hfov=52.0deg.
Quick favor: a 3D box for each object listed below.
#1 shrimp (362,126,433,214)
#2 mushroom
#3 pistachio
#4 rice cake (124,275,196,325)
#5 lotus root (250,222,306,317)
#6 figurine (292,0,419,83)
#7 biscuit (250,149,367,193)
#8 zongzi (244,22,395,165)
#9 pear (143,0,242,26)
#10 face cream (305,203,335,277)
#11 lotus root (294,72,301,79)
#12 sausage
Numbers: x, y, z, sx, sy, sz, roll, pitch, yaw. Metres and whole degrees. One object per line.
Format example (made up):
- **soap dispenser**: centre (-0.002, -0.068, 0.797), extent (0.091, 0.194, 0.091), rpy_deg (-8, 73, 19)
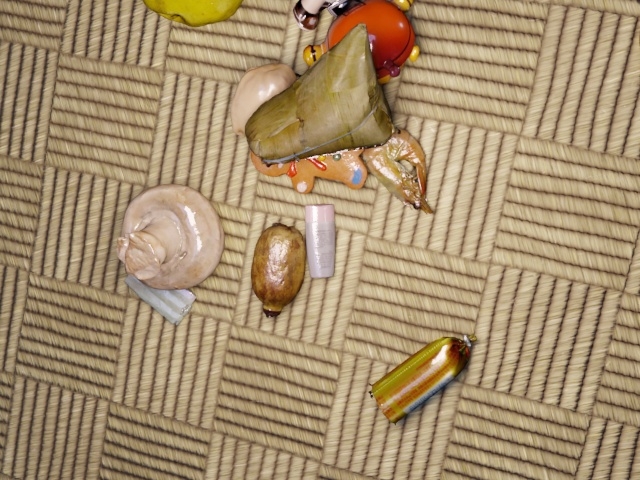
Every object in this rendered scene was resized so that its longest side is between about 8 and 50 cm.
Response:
- **shrimp**: centre (0.219, -0.181, 1.720), extent (0.145, 0.061, 0.267), rpy_deg (-34, 85, 3)
- **mushroom**: centre (-0.410, -0.005, 1.749), extent (0.297, 0.290, 0.298), rpy_deg (1, 96, 12)
- **pistachio**: centre (-0.149, -0.360, 1.676), extent (0.152, 0.126, 0.223), rpy_deg (34, 118, -26)
- **rice cake**: centre (-0.462, 0.139, 1.903), extent (0.211, 0.038, 0.124), rpy_deg (35, 101, 7)
- **lotus root**: centre (-0.115, 0.082, 1.771), extent (0.145, 0.128, 0.260), rpy_deg (7, 94, -17)
- **figurine**: centre (0.104, -0.525, 1.641), extent (0.320, 0.196, 0.323), rpy_deg (-33, 87, 3)
- **biscuit**: centre (-0.032, -0.219, 1.721), extent (0.324, 0.049, 0.205), rpy_deg (6, 109, 14)
- **zongzi**: centre (-0.032, -0.323, 1.488), extent (0.356, 0.393, 0.174), rpy_deg (-14, 68, 8)
- **pear**: centre (-0.308, -0.722, 1.683), extent (0.287, 0.287, 0.375), rpy_deg (23, 80, 9)
- **face cream**: centre (0.000, 0.000, 1.778), extent (0.084, 0.057, 0.198), rpy_deg (-3, 94, -20)
- **lotus root**: centre (-0.085, -0.362, 1.760), extent (0.203, 0.078, 0.183), rpy_deg (26, 112, 13)
- **sausage**: centre (0.276, 0.341, 1.724), extent (0.317, 0.117, 0.125), rpy_deg (-41, 101, 11)
